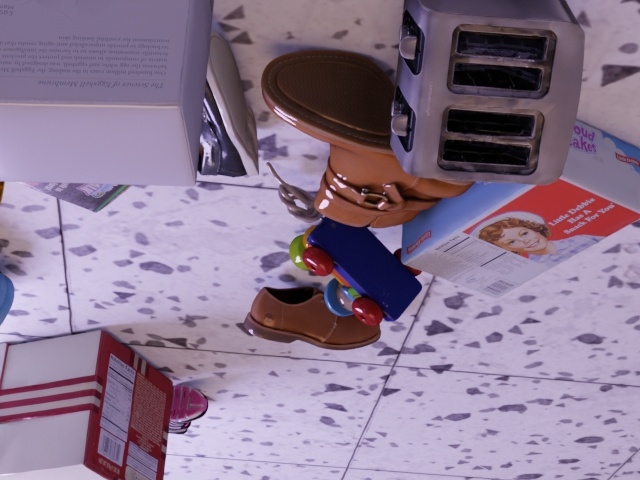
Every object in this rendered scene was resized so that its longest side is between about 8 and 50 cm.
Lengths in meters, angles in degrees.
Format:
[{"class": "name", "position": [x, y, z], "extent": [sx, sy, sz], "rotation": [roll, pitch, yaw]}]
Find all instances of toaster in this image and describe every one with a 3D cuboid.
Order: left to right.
[{"class": "toaster", "position": [0.160, -0.145, 1.190], "extent": [0.186, 0.110, 0.168], "rotation": [4, 116, -3]}]

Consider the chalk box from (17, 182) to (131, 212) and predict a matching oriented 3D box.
[{"class": "chalk box", "position": [-0.243, -0.126, 1.295], "extent": [0.213, 0.132, 0.132], "rotation": [21, 145, -32]}]

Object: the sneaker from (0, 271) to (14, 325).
[{"class": "sneaker", "position": [-0.561, 0.097, 1.723], "extent": [0.319, 0.127, 0.208], "rotation": [-13, 146, 26]}]

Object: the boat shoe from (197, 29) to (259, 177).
[{"class": "boat shoe", "position": [-0.116, -0.134, 1.317], "extent": [0.079, 0.084, 0.233], "rotation": [-1, 154, 5]}]

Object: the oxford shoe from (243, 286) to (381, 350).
[{"class": "oxford shoe", "position": [0.002, 0.104, 1.761], "extent": [0.212, 0.076, 0.076], "rotation": [9, 112, -32]}]

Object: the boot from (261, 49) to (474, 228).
[{"class": "boot", "position": [0.036, -0.099, 1.372], "extent": [0.283, 0.109, 0.220], "rotation": [7, 155, -24]}]

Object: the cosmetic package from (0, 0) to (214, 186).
[{"class": "cosmetic package", "position": [-0.216, -0.175, 1.105], "extent": [0.224, 0.224, 0.138], "rotation": [2, 151, 2]}]

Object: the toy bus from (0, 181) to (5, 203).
[{"class": "toy bus", "position": [-0.488, -0.050, 1.461], "extent": [0.220, 0.149, 0.211], "rotation": [14, 165, -15]}]

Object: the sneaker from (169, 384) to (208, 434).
[{"class": "sneaker", "position": [-0.234, 0.286, 2.106], "extent": [0.075, 0.063, 0.170], "rotation": [27, 147, -37]}]

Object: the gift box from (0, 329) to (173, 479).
[{"class": "gift box", "position": [-0.407, 0.307, 1.949], "extent": [0.258, 0.276, 0.255], "rotation": [-10, 144, 23]}]

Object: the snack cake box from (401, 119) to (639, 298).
[{"class": "snack cake box", "position": [0.231, -0.036, 1.464], "extent": [0.152, 0.089, 0.264], "rotation": [21, 146, -27]}]

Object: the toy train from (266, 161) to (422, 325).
[{"class": "toy train", "position": [0.000, 0.000, 1.561], "extent": [0.248, 0.105, 0.143], "rotation": [45, 158, -11]}]
